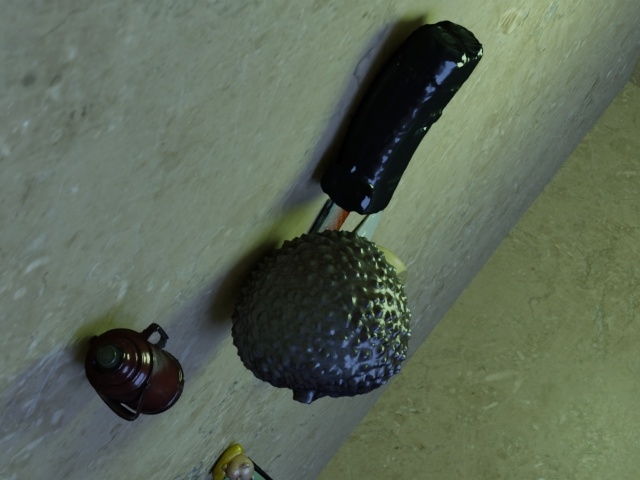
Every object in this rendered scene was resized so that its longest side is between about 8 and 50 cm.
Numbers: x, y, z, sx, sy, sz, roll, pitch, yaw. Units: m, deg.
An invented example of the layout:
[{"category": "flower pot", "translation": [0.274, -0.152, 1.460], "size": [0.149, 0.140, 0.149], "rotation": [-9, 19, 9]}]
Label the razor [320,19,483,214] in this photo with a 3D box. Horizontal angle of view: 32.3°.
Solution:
[{"category": "razor", "translation": [0.124, -0.192, 1.735], "size": [0.327, 0.107, 0.189], "rotation": [-59, 165, 24]}]

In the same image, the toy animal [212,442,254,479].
[{"category": "toy animal", "translation": [-0.186, 0.509, 2.437], "size": [0.091, 0.082, 0.114], "rotation": [-46, 164, -21]}]

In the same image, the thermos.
[{"category": "thermos", "translation": [-0.245, 0.165, 1.447], "size": [0.124, 0.099, 0.232], "rotation": [-47, 165, -9]}]

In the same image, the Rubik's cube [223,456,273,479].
[{"category": "Rubik's cube", "translation": [-0.187, 0.692, 2.533], "size": [0.248, 0.250, 0.246], "rotation": [-39, 159, -36]}]

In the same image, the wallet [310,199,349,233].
[{"category": "wallet", "translation": [0.000, 0.000, 1.965], "size": [0.196, 0.020, 0.103], "rotation": [-60, 164, 24]}]

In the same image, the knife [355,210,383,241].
[{"category": "knife", "translation": [0.034, 0.060, 2.135], "size": [0.336, 0.043, 0.081], "rotation": [-48, 142, -23]}]

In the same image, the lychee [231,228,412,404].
[{"category": "lychee", "translation": [0.005, 0.122, 1.767], "size": [0.300, 0.300, 0.300], "rotation": [-48, 164, -18]}]

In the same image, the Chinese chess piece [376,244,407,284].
[{"category": "Chinese chess piece", "translation": [0.067, 0.131, 2.295], "size": [0.270, 0.112, 0.270], "rotation": [-49, 165, -18]}]
